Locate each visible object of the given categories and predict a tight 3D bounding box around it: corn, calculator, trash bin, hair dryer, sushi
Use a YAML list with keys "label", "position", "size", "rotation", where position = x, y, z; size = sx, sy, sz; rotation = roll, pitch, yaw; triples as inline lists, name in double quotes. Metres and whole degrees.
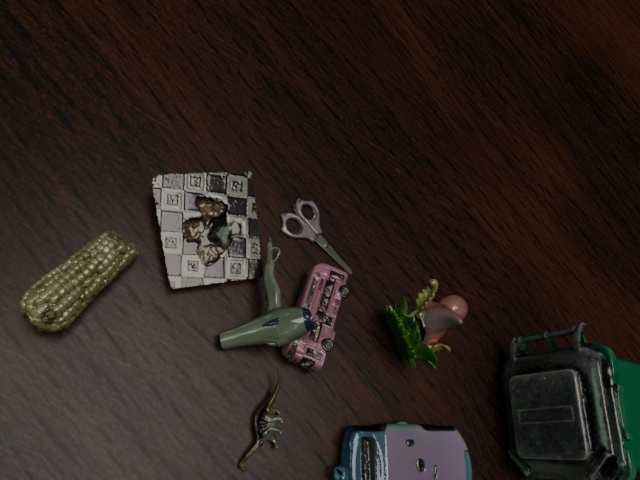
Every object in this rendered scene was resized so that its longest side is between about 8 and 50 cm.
- label: "corn"
  position: [-0.381, 0.058, 0.886]
  size: [0.087, 0.087, 0.211]
  rotation: [43, 61, -5]
- label: "calculator"
  position: [0.156, 0.426, 1.019]
  size: [0.293, 0.051, 0.172]
  rotation: [8, 69, -22]
- label: "trash bin"
  position: [0.591, 0.348, 1.148]
  size: [0.381, 0.259, 0.295]
  rotation: [12, 66, -28]
- label: "hair dryer"
  position: [-0.120, 0.108, 0.987]
  size: [0.167, 0.067, 0.199]
  rotation: [-27, 66, -2]
- label: "sushi"
  position: [-0.208, -0.021, 1.021]
  size: [0.193, 0.040, 0.210]
  rotation: [-5, 81, -27]

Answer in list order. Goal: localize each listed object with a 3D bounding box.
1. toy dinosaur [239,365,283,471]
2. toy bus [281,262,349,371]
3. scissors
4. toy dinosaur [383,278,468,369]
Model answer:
- label: "toy dinosaur"
  position: [-0.086, 0.314, 0.956]
  size: [0.058, 0.037, 0.180]
  rotation: [26, 63, -19]
- label: "toy bus"
  position: [-0.008, 0.142, 1.043]
  size: [0.090, 0.063, 0.203]
  rotation: [24, 61, -12]
- label: "scissors"
  position: [0.000, 0.000, 1.128]
  size: [0.189, 0.015, 0.100]
  rotation: [47, 61, -5]
- label: "toy dinosaur"
  position: [0.235, 0.169, 1.097]
  size: [0.177, 0.194, 0.152]
  rotation: [-22, 72, -8]
